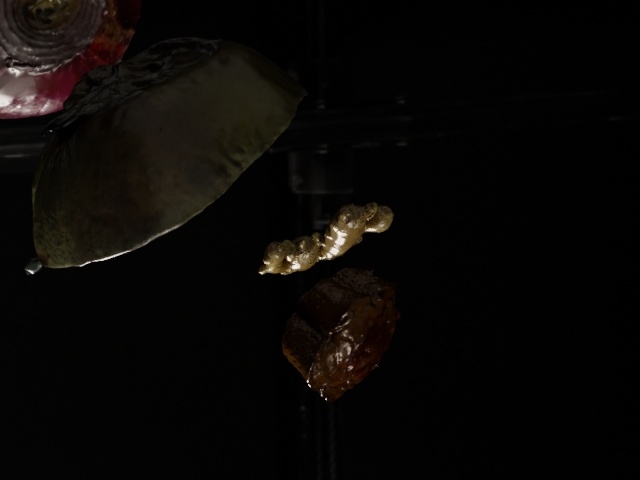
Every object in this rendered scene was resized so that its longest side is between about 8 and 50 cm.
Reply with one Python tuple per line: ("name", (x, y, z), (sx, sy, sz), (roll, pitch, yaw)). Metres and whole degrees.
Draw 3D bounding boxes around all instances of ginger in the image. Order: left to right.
("ginger", (0.000, 0.000, 1.541), (0.193, 0.176, 0.053), (-11, -106, -20))

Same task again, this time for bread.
("bread", (0.047, 0.156, 1.796), (0.232, 0.135, 0.246), (-54, -27, 1))

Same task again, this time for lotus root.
("lotus root", (-0.108, -0.069, 0.620), (0.203, 0.183, 0.078), (-48, -63, -34))

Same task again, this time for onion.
("onion", (-0.403, -0.286, 1.352), (0.336, 0.281, 0.260), (6, -76, -45))
